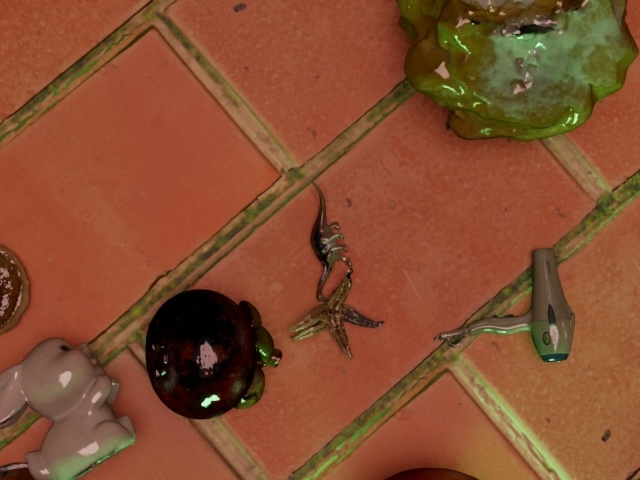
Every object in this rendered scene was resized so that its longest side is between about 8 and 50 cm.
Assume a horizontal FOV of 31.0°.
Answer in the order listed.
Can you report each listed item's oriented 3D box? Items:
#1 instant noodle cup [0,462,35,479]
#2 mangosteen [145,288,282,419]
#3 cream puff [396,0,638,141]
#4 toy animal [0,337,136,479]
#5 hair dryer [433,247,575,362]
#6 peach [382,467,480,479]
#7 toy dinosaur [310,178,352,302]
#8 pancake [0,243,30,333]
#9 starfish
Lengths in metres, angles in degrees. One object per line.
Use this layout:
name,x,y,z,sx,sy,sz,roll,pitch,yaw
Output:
instant noodle cup,-0.415,0.428,1.563,0.230,0.182,0.230,0,87,-5
mangosteen,-0.147,0.157,1.613,0.200,0.200,0.199,0,87,-4
cream puff,0.268,-0.287,1.641,0.323,0.270,0.274,-8,122,-4
toy animal,-0.359,0.242,1.597,0.178,0.127,0.193,-40,85,-7
hair dryer,0.278,0.088,1.707,0.199,0.067,0.167,8,77,11
peach,0.135,0.414,1.590,0.243,0.243,0.199,-36,109,-5
toy dinosaur,0.015,0.000,1.687,0.058,0.037,0.180,-5,89,-9
pancake,-0.493,0.069,1.650,0.158,0.028,0.158,0,87,-2
starfish,0.027,0.100,1.680,0.133,0.041,0.130,15,95,-10
